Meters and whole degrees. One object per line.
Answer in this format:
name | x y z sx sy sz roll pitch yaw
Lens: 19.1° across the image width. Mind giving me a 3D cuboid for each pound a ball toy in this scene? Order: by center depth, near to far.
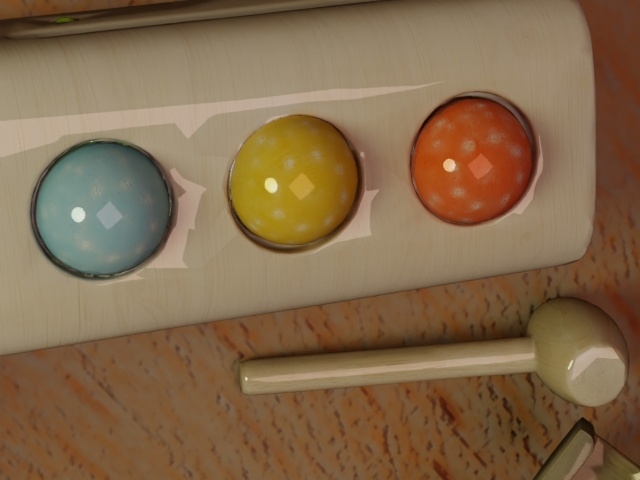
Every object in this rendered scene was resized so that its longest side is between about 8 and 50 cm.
pound a ball toy | 0.000 0.000 0.824 0.319 0.136 0.208 -8 107 -17

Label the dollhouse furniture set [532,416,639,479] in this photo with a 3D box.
dollhouse furniture set | 0.206 0.156 0.913 0.212 0.161 0.242 37 94 7
